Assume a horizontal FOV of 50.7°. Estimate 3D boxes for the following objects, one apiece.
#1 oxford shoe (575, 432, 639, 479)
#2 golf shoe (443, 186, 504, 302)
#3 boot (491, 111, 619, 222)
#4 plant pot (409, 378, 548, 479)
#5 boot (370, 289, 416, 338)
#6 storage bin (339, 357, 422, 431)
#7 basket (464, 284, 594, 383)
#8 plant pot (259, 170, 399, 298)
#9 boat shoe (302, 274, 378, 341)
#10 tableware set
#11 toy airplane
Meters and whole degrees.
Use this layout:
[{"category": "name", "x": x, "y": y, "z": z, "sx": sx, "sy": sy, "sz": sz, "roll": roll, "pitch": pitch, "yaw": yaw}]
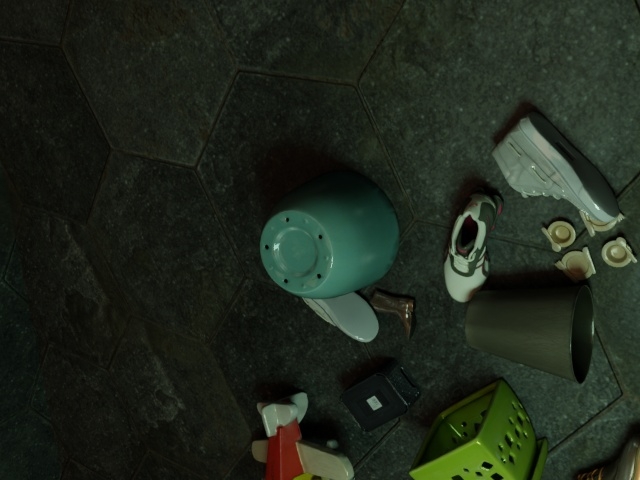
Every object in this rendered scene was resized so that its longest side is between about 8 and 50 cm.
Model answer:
[{"category": "oxford shoe", "x": 0.609, "y": 0.542, "z": 1.449, "sx": 0.133, "sy": 0.130, "sz": 0.364, "roll": 28, "pitch": 123, "yaw": 32}, {"category": "golf shoe", "x": 0.304, "y": 0.024, "z": 1.434, "sx": 0.105, "sy": 0.120, "sz": 0.273, "roll": 19, "pitch": 121, "yaw": 25}, {"category": "boot", "x": 0.446, "y": -0.116, "z": 1.301, "sx": 0.258, "sy": 0.095, "sz": 0.123, "roll": 54, "pitch": 136, "yaw": 14}, {"category": "plant pot", "x": 0.373, "y": 0.492, "z": 1.530, "sx": 0.207, "sy": 0.228, "sz": 0.227, "roll": 48, "pitch": 128, "yaw": 0}, {"category": "boot", "x": 0.175, "y": 0.180, "z": 1.643, "sx": 0.114, "sy": 0.037, "sz": 0.106, "roll": 8, "pitch": 101, "yaw": 29}, {"category": "storage bin", "x": 0.152, "y": 0.396, "z": 1.725, "sx": 0.122, "sy": 0.084, "sz": 0.180, "roll": 53, "pitch": 130, "yaw": 4}, {"category": "basket", "x": 0.430, "y": 0.180, "z": 1.400, "sx": 0.227, "sy": 0.154, "sz": 0.204, "roll": 4, "pitch": 110, "yaw": 38}, {"category": "plant pot", "x": 0.000, "y": 0.000, "z": 1.530, "sx": 0.293, "sy": 0.235, "sz": 0.293, "roll": 7, "pitch": 105, "yaw": 28}, {"category": "boat shoe", "x": 0.033, "y": 0.166, "z": 1.704, "sx": 0.267, "sy": 0.096, "sz": 0.088, "roll": 35, "pitch": 155, "yaw": 16}, {"category": "tableware set", "x": 0.528, "y": 0.003, "z": 1.331, "sx": 0.168, "sy": 0.020, "sz": 0.141, "roll": -30, "pitch": 91, "yaw": 39}, {"category": "toy airplane", "x": -0.058, "y": 0.617, "z": 1.890, "sx": 0.384, "sy": 0.272, "sz": 0.386, "roll": -63, "pitch": 34, "yaw": 25}]
